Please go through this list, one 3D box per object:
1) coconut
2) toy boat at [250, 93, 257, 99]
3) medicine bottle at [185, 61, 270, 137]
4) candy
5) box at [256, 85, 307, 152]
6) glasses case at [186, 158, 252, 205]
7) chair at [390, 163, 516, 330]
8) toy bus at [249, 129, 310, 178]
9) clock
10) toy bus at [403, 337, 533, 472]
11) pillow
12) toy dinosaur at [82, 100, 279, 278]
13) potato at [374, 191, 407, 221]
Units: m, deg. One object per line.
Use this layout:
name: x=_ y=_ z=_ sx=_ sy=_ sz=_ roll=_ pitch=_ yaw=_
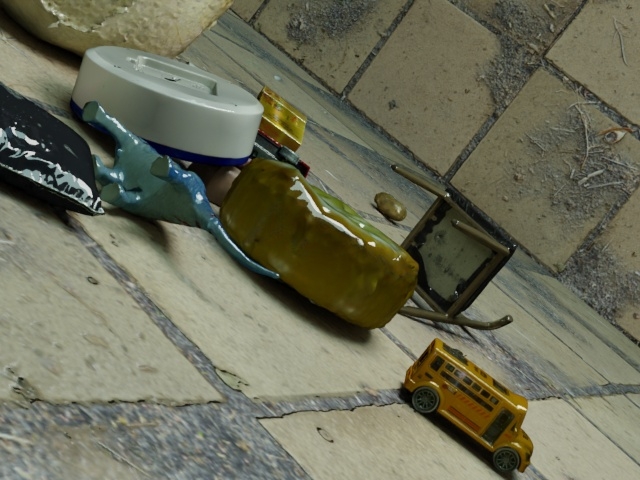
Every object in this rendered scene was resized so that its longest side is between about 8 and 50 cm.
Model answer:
coconut: x=-0.283 y=-0.420 z=1.499 sx=0.346 sy=0.346 sz=0.360 roll=44 pitch=21 yaw=29
toy boat: x=-0.170 y=-0.265 z=1.974 sx=0.080 sy=0.046 sz=0.229 roll=43 pitch=10 yaw=12
medicine bottle: x=-0.150 y=-0.190 z=1.619 sx=0.183 sy=0.086 sz=0.086 roll=32 pitch=12 yaw=-20
candy: x=0.000 y=0.000 z=1.249 sx=0.260 sy=0.118 sz=0.260 roll=36 pitch=9 yaw=-6
box: x=-0.063 y=-0.187 z=1.609 sx=0.089 sy=0.022 sz=0.156 roll=37 pitch=20 yaw=-10
glasses case: x=-0.081 y=-0.069 z=1.392 sx=0.193 sy=0.070 sz=0.102 roll=29 pitch=13 yaw=-37
chair: x=0.187 y=0.024 z=1.579 sx=0.272 sy=0.166 sz=0.188 roll=24 pitch=17 yaw=-47
toy bus: x=-0.114 y=-0.133 z=1.531 sx=0.195 sy=0.081 sz=0.089 roll=34 pitch=2 yaw=-14
clock: x=-0.187 y=-0.168 z=1.293 sx=0.230 sy=0.083 sz=0.230 roll=17 pitch=15 yaw=-5
toy bus: x=0.171 y=0.181 z=1.148 sx=0.162 sy=0.074 sz=0.069 roll=36 pitch=10 yaw=1
pillow: x=-0.286 y=-0.098 z=0.924 sx=0.208 sy=0.055 sz=0.141 roll=29 pitch=20 yaw=-33
toy dinosaur: x=-0.176 y=-0.060 z=1.068 sx=0.329 sy=0.076 sz=0.144 roll=34 pitch=-1 yaw=44
potato: x=0.140 y=-0.067 z=2.118 sx=0.051 sy=0.040 sz=0.083 roll=6 pitch=29 yaw=-45
